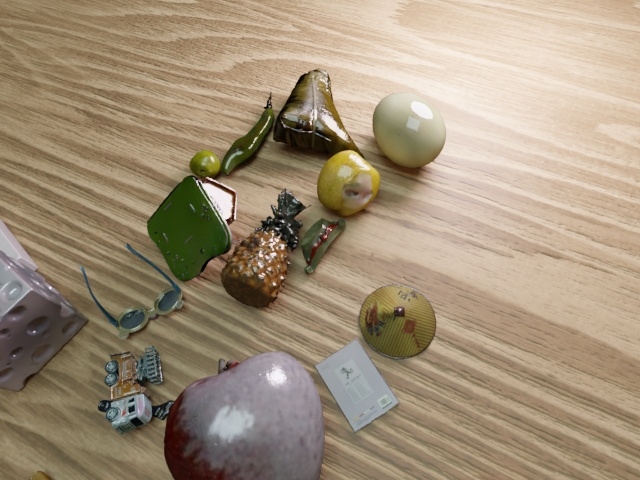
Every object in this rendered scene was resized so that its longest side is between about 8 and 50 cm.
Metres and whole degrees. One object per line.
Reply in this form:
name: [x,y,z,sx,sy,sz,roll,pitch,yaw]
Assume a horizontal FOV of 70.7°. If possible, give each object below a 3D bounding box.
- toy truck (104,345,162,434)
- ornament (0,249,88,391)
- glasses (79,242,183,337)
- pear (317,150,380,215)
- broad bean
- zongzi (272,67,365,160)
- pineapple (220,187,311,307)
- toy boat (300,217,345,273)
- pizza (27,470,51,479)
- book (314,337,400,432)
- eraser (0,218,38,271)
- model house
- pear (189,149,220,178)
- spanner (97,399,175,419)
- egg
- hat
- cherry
toy truck: [-0.438,0.351,1.066,0.115,0.080,0.177,-14,52,-10]
ornament: [-0.792,0.186,1.107,0.240,0.239,0.239,33,70,20]
glasses: [-0.480,0.113,1.150,0.190,0.220,0.088,-28,25,-7]
pear: [0.072,-0.154,1.239,0.178,0.178,0.177,-2,63,5]
broad bean: [-0.213,-0.325,1.414,0.075,0.067,0.325,34,65,-11]
zongzi: [0.031,-0.377,1.386,0.289,0.134,0.285,20,61,1]
pineapple: [-0.126,0.003,1.194,0.169,0.169,0.340,16,58,14]
toy boat: [-0.001,0.000,1.217,0.185,0.071,0.089,-54,27,-19]
pizza: [-0.618,0.630,0.961,0.127,0.058,0.246,1,61,7]
book: [0.084,0.337,1.063,0.127,0.014,0.181,-31,64,-10]
eraser: [-0.945,-0.001,1.312,0.298,0.078,0.076,40,73,22]
model house: [-0.304,-0.040,1.196,0.154,0.294,0.207,-33,90,-49]
pear: [-0.345,-0.230,1.366,0.092,0.092,0.096,3,47,8]
spanner: [-0.437,0.402,1.086,0.209,0.012,0.046,2,62,8]
egg: [0.246,-0.319,1.287,0.189,0.188,0.253,-29,58,-9]
hat: [0.188,0.182,1.095,0.193,0.082,0.192,-3,61,5]
cherry: [-0.133,0.391,0.923,0.335,0.291,0.326,39,61,3]
